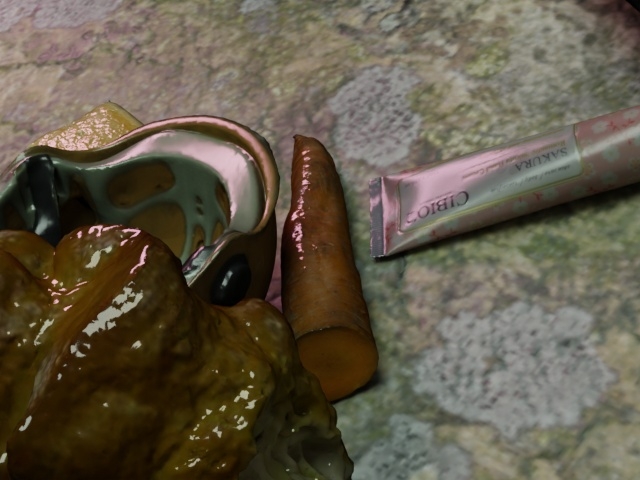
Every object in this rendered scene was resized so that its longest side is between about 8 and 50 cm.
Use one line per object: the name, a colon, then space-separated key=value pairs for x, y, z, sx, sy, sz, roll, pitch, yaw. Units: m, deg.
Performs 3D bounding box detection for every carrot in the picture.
carrot: x=0.000 y=0.000 z=0.878 sx=0.057 sy=0.057 sz=0.224 roll=-15 pitch=39 yaw=10

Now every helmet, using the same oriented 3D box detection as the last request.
helmet: x=-0.119 y=0.031 z=0.838 sx=0.198 sy=0.130 sz=0.224 roll=25 pitch=48 yaw=37

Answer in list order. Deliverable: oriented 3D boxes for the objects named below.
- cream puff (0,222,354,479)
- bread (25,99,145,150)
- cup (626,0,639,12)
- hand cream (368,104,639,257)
cream puff: x=-0.088 y=0.113 z=0.663 sx=0.241 sy=0.269 sz=0.155 roll=-29 pitch=19 yaw=45
bread: x=-0.164 y=-0.065 z=1.019 sx=0.083 sy=0.035 sz=0.070 roll=-36 pitch=45 yaw=-21
cup: x=0.258 y=-0.224 z=0.914 sx=0.223 sy=0.169 sz=0.176 roll=-2 pitch=27 yaw=-27
hand cream: x=0.127 y=-0.041 z=0.865 sx=0.209 sy=0.043 sz=0.067 roll=-16 pitch=48 yaw=17
